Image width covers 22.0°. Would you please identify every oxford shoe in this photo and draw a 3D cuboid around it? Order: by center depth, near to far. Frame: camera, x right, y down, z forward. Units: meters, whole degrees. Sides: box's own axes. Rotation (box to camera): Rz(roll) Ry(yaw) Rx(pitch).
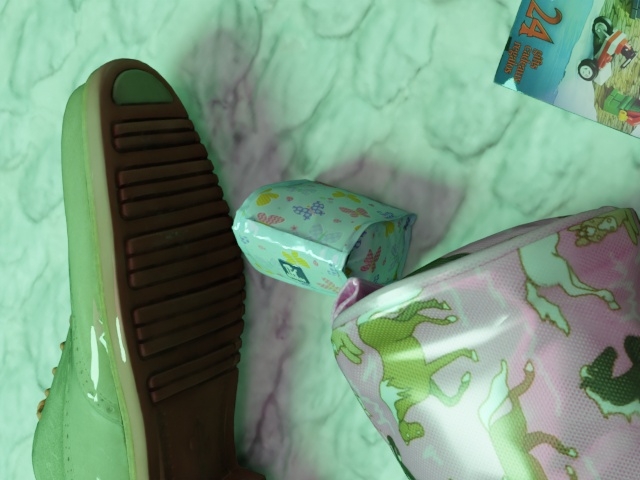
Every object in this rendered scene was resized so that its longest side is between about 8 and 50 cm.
[{"bbox_3d":[-0.117,0.076,0.916,0.130,0.123,0.348,-6,90,31],"label":"oxford shoe"}]

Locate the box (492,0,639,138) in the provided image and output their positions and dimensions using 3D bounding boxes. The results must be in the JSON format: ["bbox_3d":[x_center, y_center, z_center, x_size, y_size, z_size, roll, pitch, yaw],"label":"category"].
[{"bbox_3d":[0.197,-0.157,0.787,0.159,0.044,0.233,24,104,23],"label":"box"}]

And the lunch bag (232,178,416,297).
[{"bbox_3d":[0.000,0.000,0.872,0.071,0.083,0.053,18,101,23],"label":"lunch bag"}]

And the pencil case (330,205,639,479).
[{"bbox_3d":[0.142,0.173,0.778,0.167,0.160,0.386,-20,83,-17],"label":"pencil case"}]
